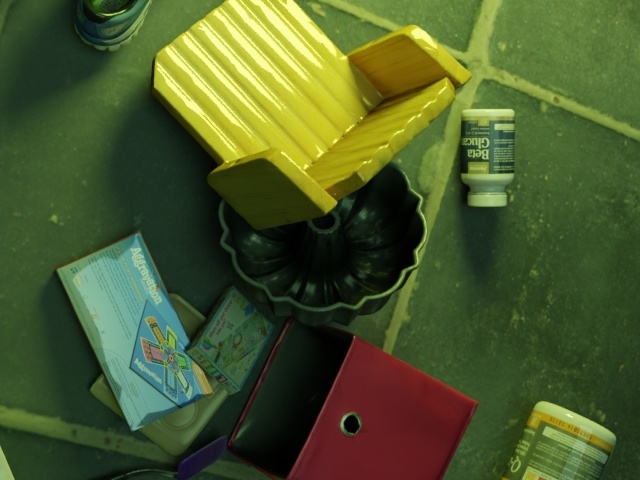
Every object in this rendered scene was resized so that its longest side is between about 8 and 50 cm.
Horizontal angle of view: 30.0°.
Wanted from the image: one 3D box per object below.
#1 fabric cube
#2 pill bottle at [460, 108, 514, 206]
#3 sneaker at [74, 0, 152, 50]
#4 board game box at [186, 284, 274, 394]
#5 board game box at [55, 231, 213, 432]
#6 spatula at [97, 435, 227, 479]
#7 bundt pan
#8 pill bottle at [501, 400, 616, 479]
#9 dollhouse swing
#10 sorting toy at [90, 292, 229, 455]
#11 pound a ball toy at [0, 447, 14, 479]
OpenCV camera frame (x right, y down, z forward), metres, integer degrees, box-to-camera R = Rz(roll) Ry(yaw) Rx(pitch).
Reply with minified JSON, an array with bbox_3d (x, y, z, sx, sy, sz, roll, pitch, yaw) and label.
[{"bbox_3d":[0.048,0.300,1.941,0.258,0.259,0.254,30,82,-24],"label":"fabric cube"},{"bbox_3d":[0.293,-0.145,2.099,0.094,0.094,0.169,-3,95,-23],"label":"pill bottle"},{"bbox_3d":[-0.263,-0.444,1.796,0.129,0.147,0.330,26,83,-6],"label":"sneaker"},{"bbox_3d":[-0.142,0.159,1.926,0.103,0.026,0.154,47,41,-16],"label":"board game box"},{"bbox_3d":[-0.291,0.143,1.875,0.145,0.027,0.281,-24,94,-10],"label":"board game box"},{"bbox_3d":[-0.288,0.380,1.920,0.296,0.084,0.030,-14,57,-16],"label":"spatula"},{"bbox_3d":[0.000,0.000,1.907,0.331,0.124,0.331,2,57,-4],"label":"bundt pan"},{"bbox_3d":[0.410,0.445,2.160,0.162,0.162,0.278,29,82,-22],"label":"pill bottle"},{"bbox_3d":[-0.032,-0.245,1.804,0.347,0.315,0.305,-42,105,-26],"label":"dollhouse swing"},{"bbox_3d":[-0.239,0.217,1.936,0.193,0.038,0.208,42,82,-20],"label":"sorting toy"},{"bbox_3d":[-0.548,0.264,1.711,0.135,0.208,0.319,-24,104,-20],"label":"pound a ball toy"}]
